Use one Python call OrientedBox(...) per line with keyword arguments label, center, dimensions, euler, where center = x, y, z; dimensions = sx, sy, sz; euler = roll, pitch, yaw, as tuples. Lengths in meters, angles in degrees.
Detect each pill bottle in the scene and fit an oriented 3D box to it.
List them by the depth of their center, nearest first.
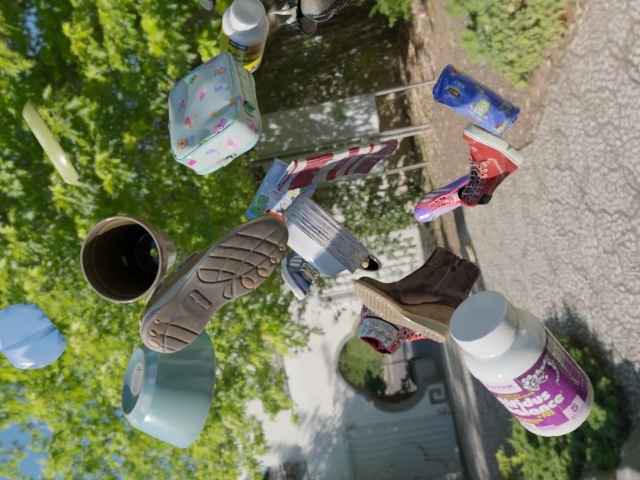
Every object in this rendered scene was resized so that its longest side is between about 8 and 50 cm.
OrientedBox(label="pill bottle", center=(0.392, 0.239, 1.046), dimensions=(0.301, 0.169, 0.169), euler=(44, -160, -21))
OrientedBox(label="pill bottle", center=(-0.198, -0.531, 1.371), dimensions=(0.215, 0.117, 0.117), euler=(140, 121, -72))

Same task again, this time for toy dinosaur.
OrientedBox(label="toy dinosaur", center=(0.010, -0.515, 1.114), dimensions=(0.121, 0.160, 0.313), euler=(42, 180, -18))

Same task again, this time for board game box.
OrientedBox(label="board game box", center=(-0.681, 0.219, 1.236), dimensions=(0.169, 0.133, 0.033), euler=(62, 178, -21))
OrientedBox(label="board game box", center=(-0.123, -0.140, 1.712), dimensions=(0.211, 0.160, 0.039), euler=(-59, 22, 17))

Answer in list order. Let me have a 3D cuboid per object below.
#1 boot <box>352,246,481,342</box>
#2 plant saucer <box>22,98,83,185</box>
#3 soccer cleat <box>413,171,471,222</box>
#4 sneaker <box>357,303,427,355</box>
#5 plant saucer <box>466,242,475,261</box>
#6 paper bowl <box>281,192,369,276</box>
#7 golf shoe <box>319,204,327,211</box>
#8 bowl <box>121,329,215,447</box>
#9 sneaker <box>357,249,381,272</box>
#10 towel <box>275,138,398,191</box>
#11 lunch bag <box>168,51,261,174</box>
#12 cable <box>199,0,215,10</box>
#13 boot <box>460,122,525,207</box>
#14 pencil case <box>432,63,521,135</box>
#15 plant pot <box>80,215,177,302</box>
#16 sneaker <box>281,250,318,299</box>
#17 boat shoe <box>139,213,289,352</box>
OrientedBox(label="boot", center=(0.220, 0.096, 1.204), dimensions=(0.207, 0.248, 0.090), euler=(-56, -13, -28))
OrientedBox(label="plant saucer", center=(-0.678, -0.237, 1.330), dimensions=(0.241, 0.037, 0.241), euler=(49, 159, 26))
OrientedBox(label="soccer cleat", center=(0.509, -0.167, 2.104), dimensions=(0.109, 0.318, 0.116), euler=(57, -159, -8))
OrientedBox(label="sneaker", center=(0.227, 0.250, 1.425), dimensions=(0.090, 0.270, 0.145), euler=(133, 157, -62))
OrientedBox(label="plant saucer", center=(0.595, 0.049, 2.103), dimensions=(0.083, 0.015, 0.083), euler=(-18, -90, -80))
OrientedBox(label="paper bowl", center=(0.000, 0.000, 1.600), dimensions=(0.284, 0.148, 0.284), euler=(40, 178, 2))
OrientedBox(label="golf shoe", center=(-0.064, -0.083, 1.864), dimensions=(0.086, 0.176, 0.069), euler=(107, 167, -62))
OrientedBox(label="bowl", center=(-0.416, 0.380, 1.398), dimensions=(0.163, 0.311, 0.312), euler=(16, -129, -33))
OrientedBox(label="sneaker", center=(0.114, 0.058, 1.973), dimensions=(0.108, 0.271, 0.100), euler=(25, 99, 61))
OrientedBox(label="towel", center=(0.045, -0.221, 1.580), dimensions=(0.237, 0.329, 0.037), euler=(144, 109, -69))
OrientedBox(label="lunch bag", center=(-0.250, -0.304, 1.272), dimensions=(0.108, 0.224, 0.279), euler=(37, -147, -52))
OrientedBox(label="cable", center=(-0.265, -0.611, 1.180), dimensions=(0.184, 0.047, 0.151), euler=(-142, 41, -86))
OrientedBox(label="boot", center=(0.368, -0.163, 1.235), dimensions=(0.244, 0.176, 0.088), euler=(17, -156, -49))
OrientedBox(label="pencil case", center=(0.520, -0.471, 1.798), dimensions=(0.133, 0.306, 0.119), euler=(-58, -11, 18))
OrientedBox(label="plant pot", center=(-0.706, 0.061, 2.055), dimensions=(0.280, 0.323, 0.323), euler=(-21, -81, -81))
OrientedBox(label="sneaker", center=(-0.035, 0.094, 2.193), dimensions=(0.130, 0.236, 0.323), euler=(55, -174, -22))
OrientedBox(label="boat shoe", center=(-0.203, 0.058, 0.968), dimensions=(0.123, 0.324, 0.116), euler=(57, 169, -33))
